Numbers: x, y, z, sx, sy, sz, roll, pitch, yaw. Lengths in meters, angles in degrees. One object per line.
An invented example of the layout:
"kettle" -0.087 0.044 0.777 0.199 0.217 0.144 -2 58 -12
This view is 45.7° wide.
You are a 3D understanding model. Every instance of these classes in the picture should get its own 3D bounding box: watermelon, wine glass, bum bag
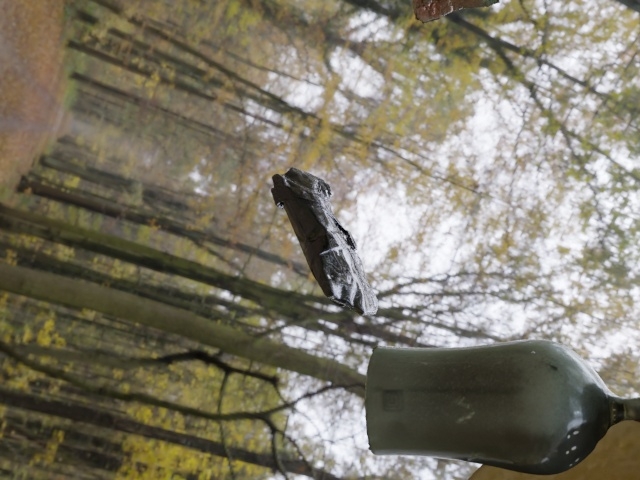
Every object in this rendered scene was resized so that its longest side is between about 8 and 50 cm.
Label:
"watermelon" 0.115 -0.282 0.765 0.080 0.101 0.155 -26 -155 19
"wine glass" 0.153 0.125 0.580 0.103 0.231 0.103 -1 90 -72
"bum bag" 0.000 0.000 0.820 0.049 0.087 0.197 -39 -121 25

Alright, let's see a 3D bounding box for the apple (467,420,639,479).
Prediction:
"apple" 0.272 0.296 0.612 0.309 0.252 0.313 0 -76 51
